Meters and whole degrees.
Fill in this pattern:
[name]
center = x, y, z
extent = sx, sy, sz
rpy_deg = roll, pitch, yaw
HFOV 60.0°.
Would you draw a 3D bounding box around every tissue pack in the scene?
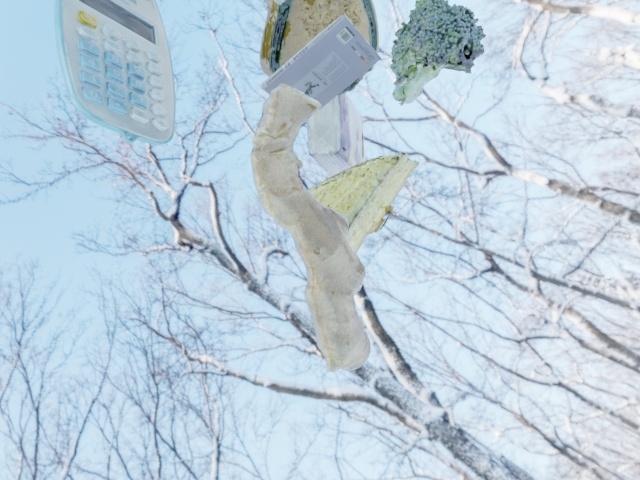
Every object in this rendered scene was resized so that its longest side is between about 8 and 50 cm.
[tissue pack]
center = 0.055, -0.342, 1.785
extent = 0.343, 0.125, 0.242
rpy_deg = 29, -122, -72

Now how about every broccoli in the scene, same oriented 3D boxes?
[broccoli]
center = 0.141, -0.245, 0.768
extent = 0.118, 0.204, 0.122
rpy_deg = 6, -104, -8

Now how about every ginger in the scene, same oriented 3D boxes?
[ginger]
center = 0.000, 0.000, 0.514
extent = 0.089, 0.075, 0.288
rpy_deg = -31, -68, -41

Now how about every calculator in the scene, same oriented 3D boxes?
[calculator]
center = -0.383, -0.351, 1.050
extent = 0.256, 0.054, 0.386
rpy_deg = 17, -126, -55

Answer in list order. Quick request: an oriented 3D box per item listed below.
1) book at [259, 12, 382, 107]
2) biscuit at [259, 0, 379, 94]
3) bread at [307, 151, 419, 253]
[book]
center = 0.003, -0.285, 0.938
extent = 0.181, 0.014, 0.127
rpy_deg = -35, -33, 20
[biscuit]
center = -0.009, -0.447, 1.154
extent = 0.287, 0.057, 0.344
rpy_deg = -40, -49, -12
[bread]
center = 0.141, -0.083, 1.603
extent = 0.248, 0.315, 0.279
rpy_deg = 23, -125, -65
